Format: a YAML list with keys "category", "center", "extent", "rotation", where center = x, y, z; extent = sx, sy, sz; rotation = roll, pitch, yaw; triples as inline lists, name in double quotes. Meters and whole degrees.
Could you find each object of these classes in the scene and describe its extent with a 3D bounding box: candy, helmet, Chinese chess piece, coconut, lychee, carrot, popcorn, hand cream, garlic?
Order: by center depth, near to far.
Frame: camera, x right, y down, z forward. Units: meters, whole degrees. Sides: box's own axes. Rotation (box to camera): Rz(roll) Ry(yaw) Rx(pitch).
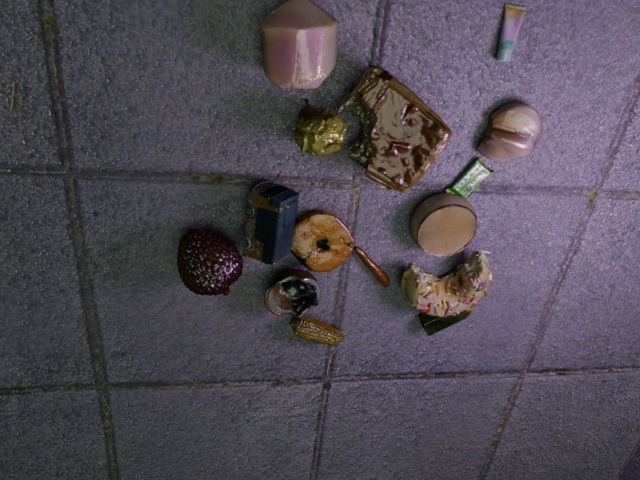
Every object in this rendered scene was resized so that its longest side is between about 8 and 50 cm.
- category: "coconut"
  center: [-0.062, -0.596, 1.443]
  extent: [0.234, 0.233, 0.245]
  rotation: [-2, 119, -9]
- category: "popcorn"
  center: [-0.005, -0.369, 1.583]
  extent: [0.169, 0.195, 0.173]
  rotation: [-28, 120, 12]
- category: "hand cream"
  center: [0.633, -0.694, 1.612]
  extent: [0.076, 0.047, 0.174]
  rotation: [5, 109, -11]
- category: "lychee"
  center: [-0.405, 0.083, 1.741]
  extent: [0.236, 0.236, 0.271]
  rotation: [-33, 104, 9]
- category: "garlic"
  center: [0.717, -0.389, 1.755]
  extent: [0.228, 0.110, 0.217]
  rotation: [6, 114, -13]
- category: "candy"
  center: [0.577, -0.232, 1.858]
  extent: [0.102, 0.032, 0.178]
  rotation: [33, 110, -21]
- category: "Chinese chess piece"
  center: [0.483, -0.061, 1.881]
  extent: [0.258, 0.104, 0.257]
  rotation: [-3, 124, -5]
- category: "helmet"
  center: [-0.108, 0.197, 1.915]
  extent: [0.225, 0.130, 0.198]
  rotation: [-23, 116, 15]
- category: "carrot"
  center: [0.213, 0.108, 1.974]
  extent: [0.043, 0.043, 0.248]
  rotation: [-37, 117, 10]

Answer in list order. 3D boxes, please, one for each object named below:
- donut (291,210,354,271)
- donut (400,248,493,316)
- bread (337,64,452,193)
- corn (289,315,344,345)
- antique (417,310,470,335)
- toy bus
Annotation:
- category: "donut"
  center: [0.002, 0.001, 1.835]
  extent: [0.254, 0.118, 0.253]
  rotation: [-5, 122, -8]
- category: "donut"
  center: [0.523, 0.193, 1.991]
  extent: [0.372, 0.150, 0.307]
  rotation: [-10, 134, -1]
- category: "bread"
  center: [0.226, -0.376, 1.632]
  extent: [0.370, 0.191, 0.314]
  rotation: [32, 115, -11]
- category: "corn"
  center: [-0.017, 0.388, 2.057]
  extent: [0.262, 0.097, 0.097]
  rotation: [22, 112, -25]
- category: "antique"
  center: [0.556, 0.333, 2.137]
  extent: [0.221, 0.080, 0.081]
  rotation: [-26, 121, 3]
- category: "toy bus"
  center: [-0.181, -0.063, 1.718]
  extent: [0.167, 0.139, 0.274]
  rotation: [21, 118, 22]
